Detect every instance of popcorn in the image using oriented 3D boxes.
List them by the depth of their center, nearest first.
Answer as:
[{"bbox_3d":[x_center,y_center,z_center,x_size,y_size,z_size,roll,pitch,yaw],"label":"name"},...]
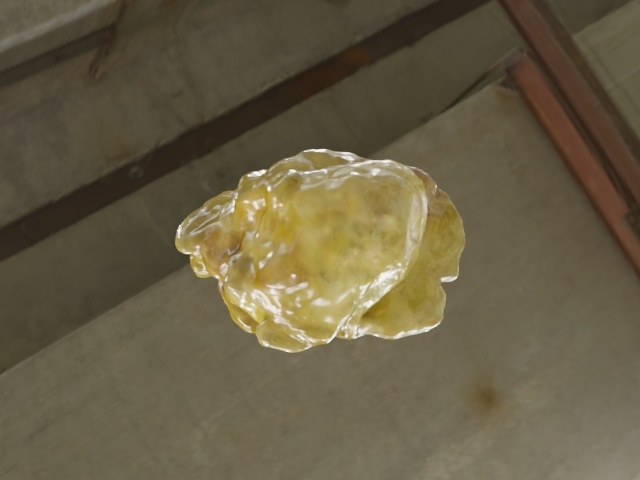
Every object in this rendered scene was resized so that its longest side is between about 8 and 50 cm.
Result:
[{"bbox_3d":[0.004,0.002,0.977,0.254,0.190,0.191,-20,-127,-10],"label":"popcorn"}]
